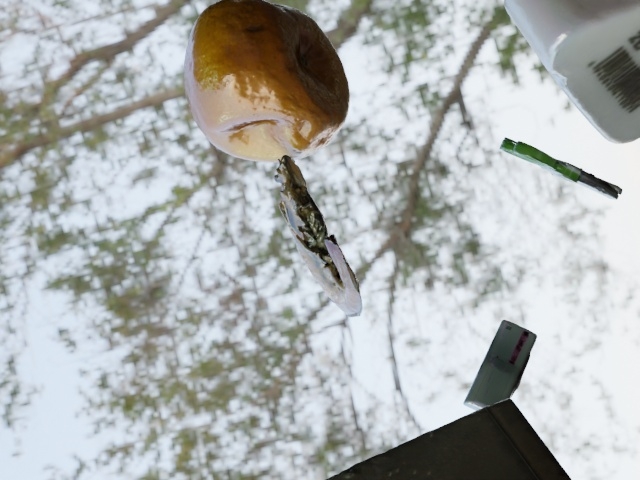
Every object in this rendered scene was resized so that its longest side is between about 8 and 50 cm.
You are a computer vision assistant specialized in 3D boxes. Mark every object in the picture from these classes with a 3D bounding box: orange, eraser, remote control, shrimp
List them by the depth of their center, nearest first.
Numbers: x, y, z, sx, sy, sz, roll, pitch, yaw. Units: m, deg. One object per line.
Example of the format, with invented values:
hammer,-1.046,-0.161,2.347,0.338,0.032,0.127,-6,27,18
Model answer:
shrimp,0.002,-0.001,1.646,0.143,0.052,0.251,31,153,57
eraser,0.392,-0.292,1.665,0.331,0.331,0.150,44,-162,-54
orange,-0.084,-0.221,1.669,0.249,0.183,0.249,44,-148,-37
remote control,0.273,0.192,1.842,0.166,0.065,0.029,-59,-12,-32

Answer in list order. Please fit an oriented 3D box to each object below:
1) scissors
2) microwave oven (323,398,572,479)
scissors,0.367,-0.106,1.852,0.204,0.027,0.101,22,-175,-21
microwave oven,0.100,0.418,1.141,0.236,0.374,0.432,54,161,43
